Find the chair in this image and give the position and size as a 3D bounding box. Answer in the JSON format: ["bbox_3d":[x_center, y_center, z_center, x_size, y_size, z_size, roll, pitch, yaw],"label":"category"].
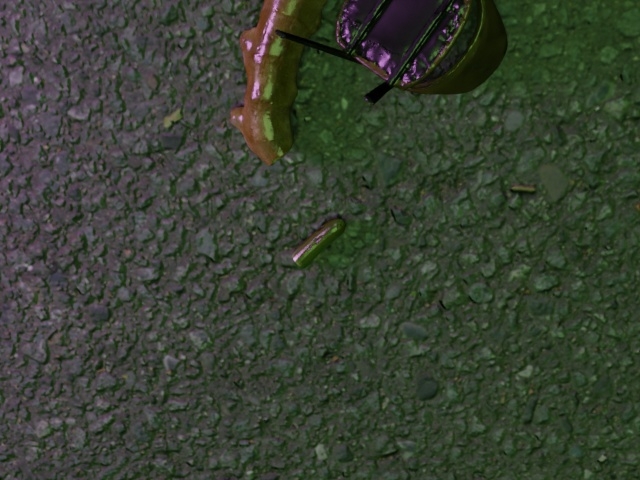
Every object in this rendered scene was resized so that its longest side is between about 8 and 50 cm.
[{"bbox_3d":[0.101,-0.247,1.237,0.172,0.247,0.158,41,111,14],"label":"chair"}]

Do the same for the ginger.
[{"bbox_3d":[-0.044,-0.229,1.308,0.118,0.065,0.298,16,112,13],"label":"ginger"}]

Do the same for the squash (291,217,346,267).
[{"bbox_3d":[0.000,0.000,1.418,0.027,0.027,0.083,43,107,-12],"label":"squash"}]
